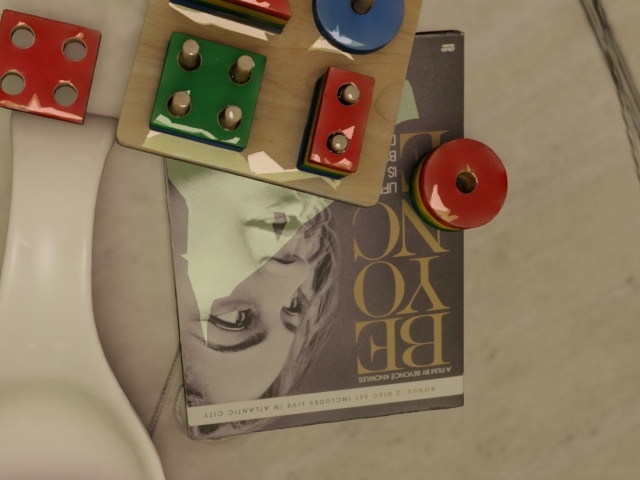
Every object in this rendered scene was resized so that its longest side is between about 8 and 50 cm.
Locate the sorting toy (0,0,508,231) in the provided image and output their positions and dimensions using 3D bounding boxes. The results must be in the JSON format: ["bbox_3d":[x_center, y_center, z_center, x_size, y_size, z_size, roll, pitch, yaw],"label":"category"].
[{"bbox_3d":[-0.027,-0.098,0.447,0.275,0.046,0.132,14,83,-11],"label":"sorting toy"}]

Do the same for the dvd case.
[{"bbox_3d":[0.000,0.000,0.517,0.165,0.018,0.221,-5,107,-9],"label":"dvd case"}]

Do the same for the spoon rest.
[{"bbox_3d":[-0.143,0.075,0.478,0.137,0.084,0.276,4,104,-11],"label":"spoon rest"}]
